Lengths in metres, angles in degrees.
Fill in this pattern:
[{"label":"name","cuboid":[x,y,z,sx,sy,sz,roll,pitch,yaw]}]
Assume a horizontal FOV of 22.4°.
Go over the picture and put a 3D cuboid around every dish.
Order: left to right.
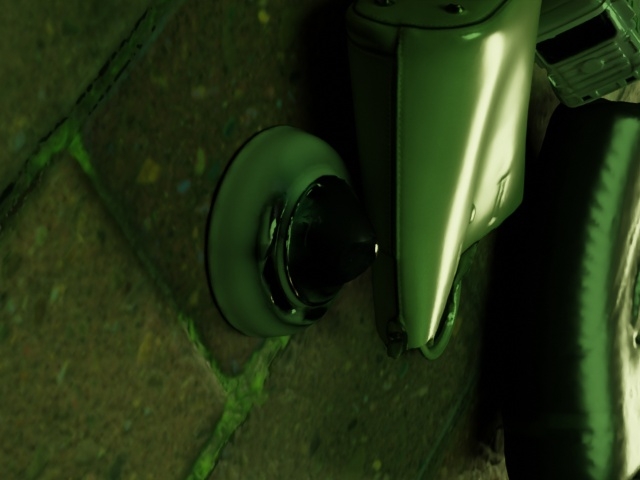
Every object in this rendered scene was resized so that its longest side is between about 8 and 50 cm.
[{"label":"dish","cuboid":[0.000,0.000,1.032,0.141,0.078,0.141,-20,115,-52]}]

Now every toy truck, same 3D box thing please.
[{"label":"toy truck","cuboid":[0.209,-0.212,1.246,0.116,0.110,0.216,44,42,-28]}]

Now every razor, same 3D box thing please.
[{"label":"razor","cuboid":[0.235,0.045,1.361,0.204,0.113,0.349,-2,97,-57]}]

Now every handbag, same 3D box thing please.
[{"label":"handbag","cuboid":[0.101,-0.047,1.139,0.241,0.109,0.315,-49,139,-51]}]
